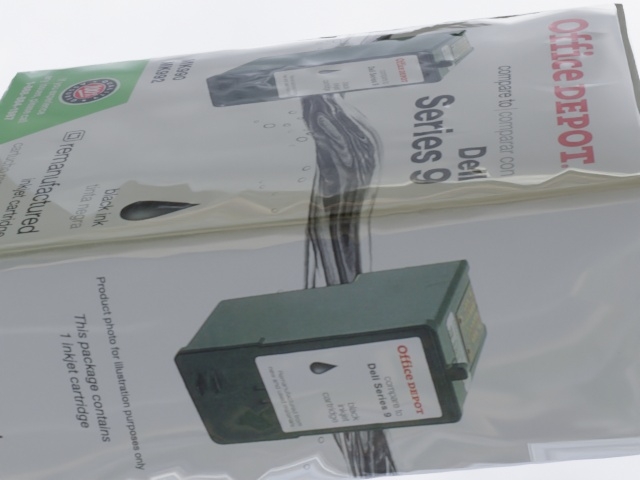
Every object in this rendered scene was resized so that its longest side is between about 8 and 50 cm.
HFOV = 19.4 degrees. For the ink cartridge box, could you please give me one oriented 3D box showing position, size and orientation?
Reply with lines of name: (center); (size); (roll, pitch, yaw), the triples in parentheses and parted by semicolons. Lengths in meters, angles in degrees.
ink cartridge box: (0.000, 0.000, 0.789); (0.289, 0.122, 0.211); (-6, -155, 7)
